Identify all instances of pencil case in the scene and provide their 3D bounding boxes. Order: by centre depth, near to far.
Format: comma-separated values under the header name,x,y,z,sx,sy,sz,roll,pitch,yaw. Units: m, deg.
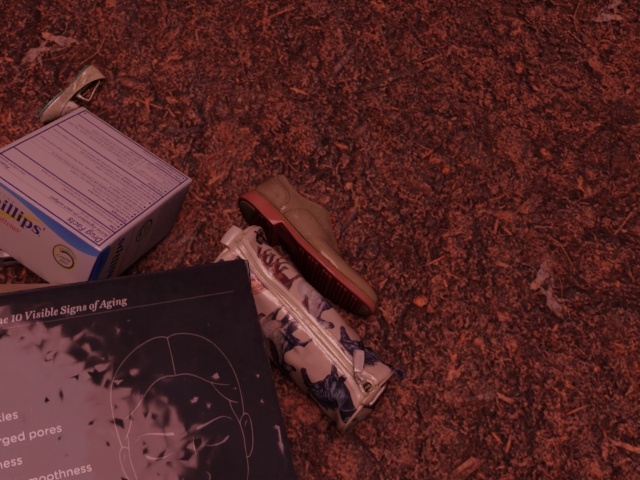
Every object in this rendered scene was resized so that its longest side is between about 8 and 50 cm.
name,x,y,z,sx,sy,sz,roll,pitch,yaw
pencil case,-0.041,0.156,1.390,0.410,0.183,0.160,45,58,10

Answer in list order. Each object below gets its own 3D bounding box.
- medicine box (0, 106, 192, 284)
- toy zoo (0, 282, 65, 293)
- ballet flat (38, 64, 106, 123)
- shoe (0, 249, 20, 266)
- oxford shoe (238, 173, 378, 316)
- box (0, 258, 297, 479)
name,x,y,z,sx,sy,sz,roll,pitch,yaw
medicine box,-0.430,-0.073,1.376,0.263,0.149,0.289,34,38,5
toy zoo,-0.583,0.118,1.213,0.293,0.192,0.030,-15,84,11
ballet flat,-0.506,-0.294,1.563,0.052,0.057,0.168,37,69,-4
shoe,-0.602,0.002,1.437,0.177,0.063,0.081,-4,69,-15
oxford shoe,0.000,0.000,1.490,0.348,0.123,0.130,45,65,8
box,-0.312,0.316,1.135,0.479,0.297,0.472,-7,74,-24
